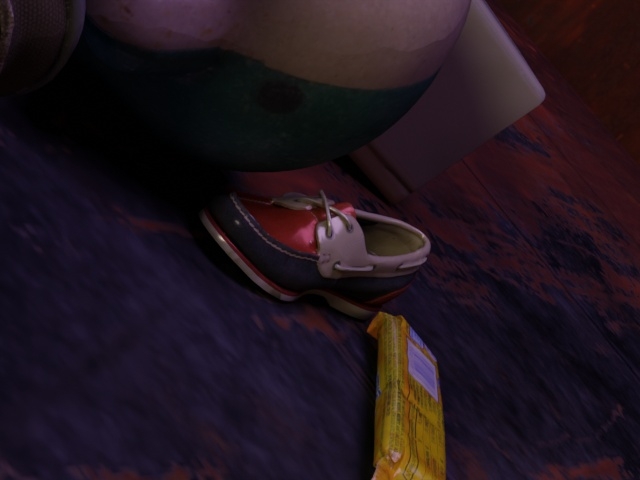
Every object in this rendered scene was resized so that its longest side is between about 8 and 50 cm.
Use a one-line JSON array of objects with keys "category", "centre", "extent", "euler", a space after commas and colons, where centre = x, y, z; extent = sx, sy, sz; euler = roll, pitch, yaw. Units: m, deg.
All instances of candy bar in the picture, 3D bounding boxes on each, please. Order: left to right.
[{"category": "candy bar", "centre": [0.035, 0.070, 0.652], "extent": [0.040, 0.018, 0.161], "euler": [48, 14, -14]}]

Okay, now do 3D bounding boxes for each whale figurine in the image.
[{"category": "whale figurine", "centre": [-0.077, -0.119, 0.657], "extent": [0.272, 0.141, 0.216], "euler": [18, 36, -16]}]

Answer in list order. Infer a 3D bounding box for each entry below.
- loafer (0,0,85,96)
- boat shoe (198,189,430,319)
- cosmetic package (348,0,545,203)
[{"category": "loafer", "centre": [-0.176, -0.107, 0.414], "extent": [0.251, 0.094, 0.087], "euler": [35, 42, -13]}, {"category": "boat shoe", "centre": [0.000, 0.000, 0.684], "extent": [0.137, 0.043, 0.049], "euler": [22, 32, -56]}, {"category": "cosmetic package", "centre": [-0.016, -0.180, 0.873], "extent": [0.309, 0.113, 0.160], "euler": [46, 13, -39]}]
